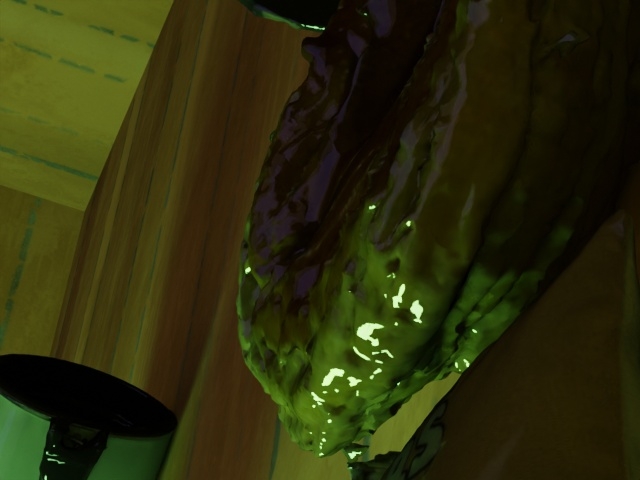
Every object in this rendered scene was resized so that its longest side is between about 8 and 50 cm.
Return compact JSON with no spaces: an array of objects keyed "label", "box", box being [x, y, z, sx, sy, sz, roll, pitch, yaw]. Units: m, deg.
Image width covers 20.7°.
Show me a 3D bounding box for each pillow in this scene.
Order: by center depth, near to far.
[{"label":"pillow","box":[0.060,0.192,0.687,0.310,0.119,0.312,115,165,-45]}]

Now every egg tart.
[{"label":"egg tart","box":[0.076,-0.055,0.889,0.339,0.153,0.352,149,138,-71]}]

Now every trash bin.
[{"label":"trash bin","box":[-0.302,0.285,1.927,0.277,0.217,0.263,-108,38,-79]}]

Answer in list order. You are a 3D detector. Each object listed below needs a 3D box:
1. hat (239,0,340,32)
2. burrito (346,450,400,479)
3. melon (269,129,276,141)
[{"label":"hat","box":[0.059,-0.275,1.367,0.366,0.257,0.382,-40,56,14]},{"label":"burrito","box":[0.035,0.207,0.920,0.058,0.063,0.229,-26,38,33]},{"label":"melon","box":[0.045,-0.113,1.300,0.128,0.079,0.160,-12,36,53]}]
